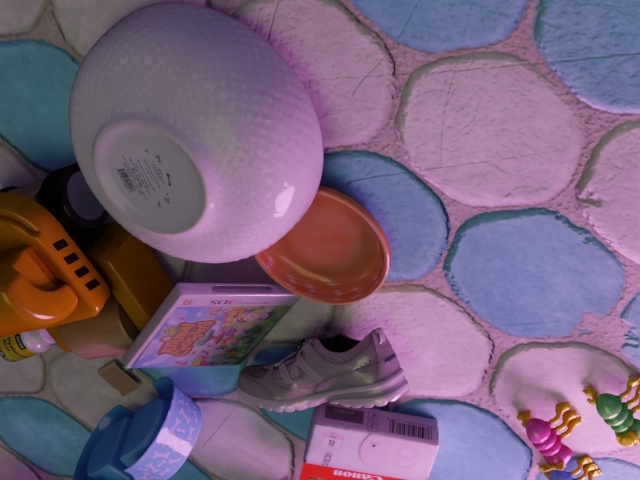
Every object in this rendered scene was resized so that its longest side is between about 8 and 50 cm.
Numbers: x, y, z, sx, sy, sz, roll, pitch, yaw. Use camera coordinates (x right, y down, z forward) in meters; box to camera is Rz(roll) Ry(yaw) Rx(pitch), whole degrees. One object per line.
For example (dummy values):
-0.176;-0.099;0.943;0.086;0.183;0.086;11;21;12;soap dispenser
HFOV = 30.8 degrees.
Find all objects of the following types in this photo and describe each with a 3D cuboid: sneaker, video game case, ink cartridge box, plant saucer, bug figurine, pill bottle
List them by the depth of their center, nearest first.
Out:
0.000;0.000;1.539;0.200;0.037;0.200;13;133;14;plant saucer
0.393;0.296;1.593;0.279;0.072;0.216;-27;114;40;bug figurine
-0.155;0.123;1.649;0.193;0.023;0.212;2;146;-33;video game case
-0.003;0.177;1.679;0.281;0.105;0.115;-8;98;32;sneaker
0.068;0.345;1.776;0.189;0.066;0.232;9;130;-2;ink cartridge box
-0.472;0.155;1.880;0.116;0.065;0.065;-20;118;36;pill bottle

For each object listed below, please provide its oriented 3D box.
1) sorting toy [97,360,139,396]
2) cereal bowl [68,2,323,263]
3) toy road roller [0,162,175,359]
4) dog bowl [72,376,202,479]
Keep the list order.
-0.324;0.222;1.907;0.062;0.012;0.083;48;136;-13;sorting toy
-0.172;-0.108;1.423;0.338;0.141;0.339;14;129;19;cereal bowl
-0.379;0.072;1.636;0.202;0.241;0.330;-14;122;34;toy road roller
-0.297;0.336;1.900;0.074;0.166;0.297;34;136;-22;dog bowl
